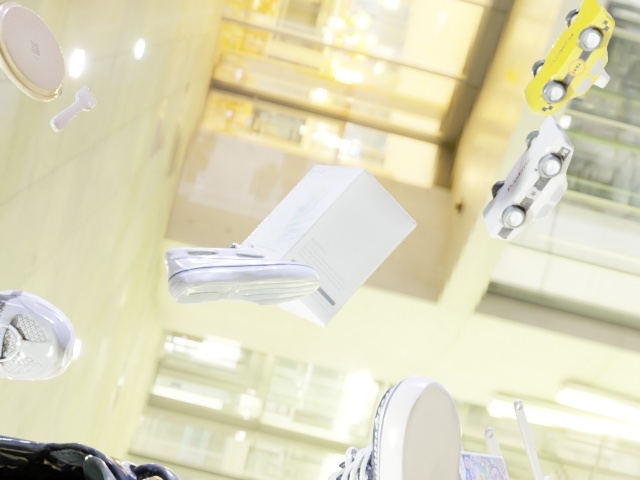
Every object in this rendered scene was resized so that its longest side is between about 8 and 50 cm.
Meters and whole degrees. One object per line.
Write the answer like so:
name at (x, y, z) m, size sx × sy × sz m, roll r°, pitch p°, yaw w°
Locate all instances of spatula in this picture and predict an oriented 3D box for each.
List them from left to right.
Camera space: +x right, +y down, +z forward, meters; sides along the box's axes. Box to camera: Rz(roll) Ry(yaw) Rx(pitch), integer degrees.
spatula at (0.270, 0.356, 1.679) m, size 0.019 × 0.168 × 0.242 m, roll 18°, pitch -47°, yaw 55°

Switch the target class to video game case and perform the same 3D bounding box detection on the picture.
video game case at (0.192, 0.290, 1.350) m, size 0.011 × 0.122 × 0.087 m, roll -28°, pitch -117°, yaw 28°

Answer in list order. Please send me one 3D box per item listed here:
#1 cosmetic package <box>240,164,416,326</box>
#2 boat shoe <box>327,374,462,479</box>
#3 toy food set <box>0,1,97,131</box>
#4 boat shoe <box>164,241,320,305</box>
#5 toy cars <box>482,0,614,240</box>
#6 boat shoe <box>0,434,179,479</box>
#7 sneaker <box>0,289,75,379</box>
cosmetic package at (0.000, 0.000, 1.892) m, size 0.225 × 0.138 × 0.224 m, roll -46°, pitch -162°, yaw -11°
boat shoe at (0.063, 0.266, 1.269) m, size 0.127 × 0.158 × 0.340 m, roll -43°, pitch 138°, yaw -38°
toy food set at (-0.345, -0.218, 1.352) m, size 0.192 × 0.038 × 0.132 m, roll 61°, pitch 24°, yaw -17°
boat shoe at (-0.101, 0.036, 1.542) m, size 0.083 × 0.226 × 0.076 m, roll -43°, pitch -124°, yaw 41°
toy cars at (0.356, -0.173, 1.721) m, size 0.394 × 0.087 × 0.176 m, roll -69°, pitch -165°, yaw -15°
boat shoe at (-0.098, 0.122, 0.396) m, size 0.127 × 0.340 × 0.113 m, roll -85°, pitch -168°, yaw -46°
sneaker at (-0.418, 0.104, 1.323) m, size 0.115 × 0.281 × 0.105 m, roll -25°, pitch 126°, yaw -75°
